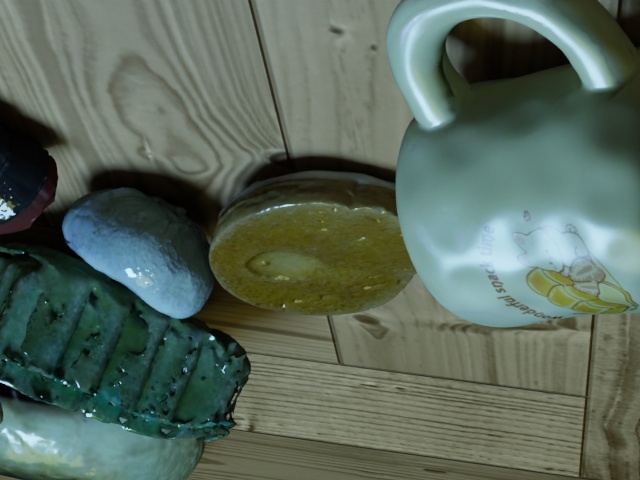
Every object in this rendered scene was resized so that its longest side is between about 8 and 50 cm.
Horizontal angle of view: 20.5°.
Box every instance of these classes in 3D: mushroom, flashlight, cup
[{"bbox_3d":[-0.301,0.227,2.004,0.344,0.130,0.247,21,149,-18],"label":"mushroom"},{"bbox_3d":[-0.303,-0.094,1.382,0.093,0.093,0.232,-5,146,32],"label":"flashlight"},{"bbox_3d":[0.165,-0.073,1.180,0.202,0.255,0.173,-10,-170,41],"label":"cup"}]

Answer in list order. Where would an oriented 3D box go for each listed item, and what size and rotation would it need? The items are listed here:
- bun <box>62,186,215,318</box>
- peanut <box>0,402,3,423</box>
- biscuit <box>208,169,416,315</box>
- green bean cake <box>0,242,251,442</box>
[{"bbox_3d":[-0.148,0.002,1.501,0.141,0.083,0.141,33,-178,-1],"label":"bun"},{"bbox_3d":[-0.476,0.114,1.740,0.340,0.158,0.174,29,161,23],"label":"peanut"},{"bbox_3d":[0.000,0.000,1.468,0.181,0.049,0.208,16,151,-19],"label":"biscuit"},{"bbox_3d":[-0.213,0.098,1.641,0.255,0.132,0.241,23,170,-26],"label":"green bean cake"}]
